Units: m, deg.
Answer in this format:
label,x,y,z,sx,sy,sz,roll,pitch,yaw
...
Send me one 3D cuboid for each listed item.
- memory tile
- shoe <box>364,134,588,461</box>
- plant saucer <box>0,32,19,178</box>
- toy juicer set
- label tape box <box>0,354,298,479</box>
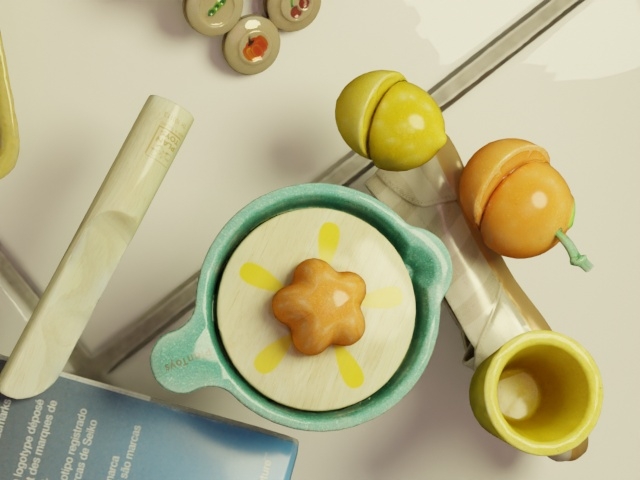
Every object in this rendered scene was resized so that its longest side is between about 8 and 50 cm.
label,x,y,z,sx,sy,sz,roll,pitch,yaw
memory tile,-0.026,-0.179,0.893,0.148,0.012,0.113,-46,124,-2
shoe,0.096,0.042,0.928,0.058,0.076,0.219,-26,91,-7
plant saucer,-0.356,-0.173,0.829,0.332,0.081,0.333,-10,97,-9
toy juicer set,0.000,0.000,0.828,0.329,0.089,0.209,7,82,-10
label tape box,-0.212,0.190,0.841,0.347,0.115,0.249,16,74,-8
